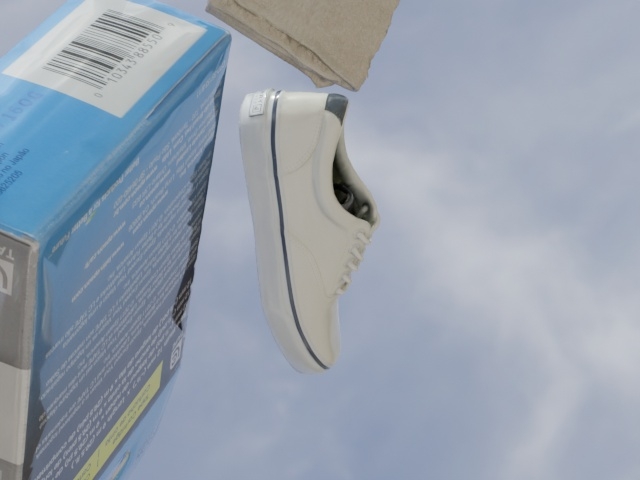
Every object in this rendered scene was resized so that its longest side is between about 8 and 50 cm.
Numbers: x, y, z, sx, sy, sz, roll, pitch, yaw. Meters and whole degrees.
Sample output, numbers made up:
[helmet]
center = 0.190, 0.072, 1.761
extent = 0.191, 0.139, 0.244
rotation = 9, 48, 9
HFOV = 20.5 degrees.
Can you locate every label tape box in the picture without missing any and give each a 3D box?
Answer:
[label tape box]
center = -0.172, 0.050, 1.109
extent = 0.249, 0.115, 0.347
rotation = -55, -16, -49

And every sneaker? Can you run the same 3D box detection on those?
[sneaker]
center = 0.000, 0.000, 1.394
extent = 0.094, 0.091, 0.258
rotation = -72, -23, -52

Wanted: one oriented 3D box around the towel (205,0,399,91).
[towel]
center = 0.018, -0.284, 1.522
extent = 0.187, 0.049, 0.282
rotation = 31, -98, -38
